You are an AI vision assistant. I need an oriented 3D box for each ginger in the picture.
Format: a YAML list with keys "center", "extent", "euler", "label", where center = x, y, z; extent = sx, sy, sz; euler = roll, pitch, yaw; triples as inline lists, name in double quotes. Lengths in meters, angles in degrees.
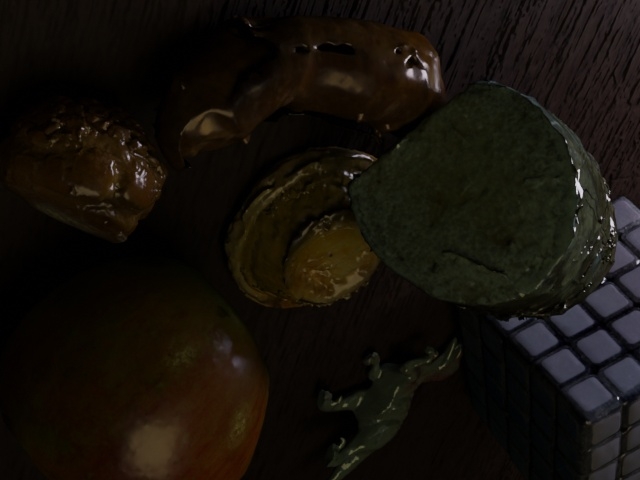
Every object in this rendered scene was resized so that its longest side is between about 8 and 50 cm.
- center: [-0.002, -0.134, 1.272]
  extent: [0.309, 0.107, 0.133]
  euler: [-8, 117, -30]
  label: "ginger"

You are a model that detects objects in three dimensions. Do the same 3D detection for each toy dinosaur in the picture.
- center: [0.059, 0.207, 1.643]
  extent: [0.167, 0.053, 0.242]
  euler: [5, 116, -42]
  label: "toy dinosaur"

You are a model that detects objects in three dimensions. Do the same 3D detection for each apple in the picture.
- center: [-0.158, 0.135, 1.317]
  extent: [0.226, 0.246, 0.246]
  euler: [-44, 139, -14]
  label: "apple"

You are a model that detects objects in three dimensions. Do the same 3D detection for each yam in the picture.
- center: [0.175, -0.018, 1.383]
  extent: [0.202, 0.201, 0.271]
  euler: [-39, 168, 11]
  label: "yam"

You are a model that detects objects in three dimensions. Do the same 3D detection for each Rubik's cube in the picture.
- center: [0.308, 0.137, 1.596]
  extent: [0.238, 0.237, 0.237]
  euler: [-26, 137, -15]
  label: "Rubik's cube"

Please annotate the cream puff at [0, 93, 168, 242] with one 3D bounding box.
- center: [-0.193, -0.064, 1.210]
  extent: [0.144, 0.126, 0.103]
  euler: [35, 75, -36]
  label: "cream puff"

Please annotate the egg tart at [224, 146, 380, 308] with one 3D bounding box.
- center: [0.000, 0.000, 1.416]
  extent: [0.191, 0.074, 0.191]
  euler: [-18, 137, -18]
  label: "egg tart"
